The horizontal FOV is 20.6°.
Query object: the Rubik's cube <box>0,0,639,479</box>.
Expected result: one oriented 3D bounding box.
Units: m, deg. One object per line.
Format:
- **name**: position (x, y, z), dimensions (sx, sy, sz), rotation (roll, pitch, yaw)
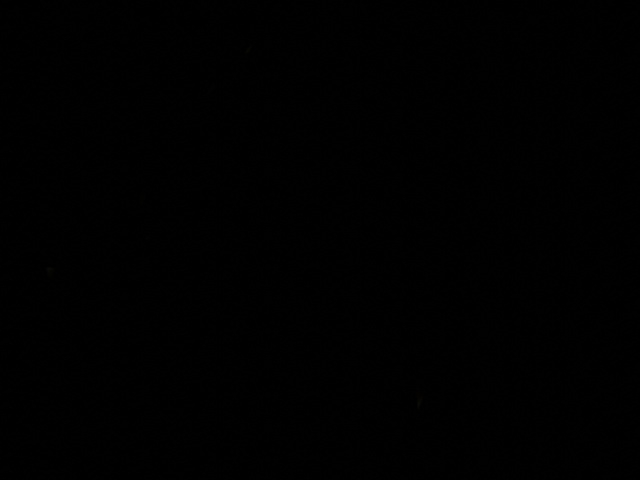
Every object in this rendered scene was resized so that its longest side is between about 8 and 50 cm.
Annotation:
- **Rubik's cube**: position (0.014, -0.019, 0.180), dimensions (0.316, 0.319, 0.322), rotation (-60, 149, 0)
